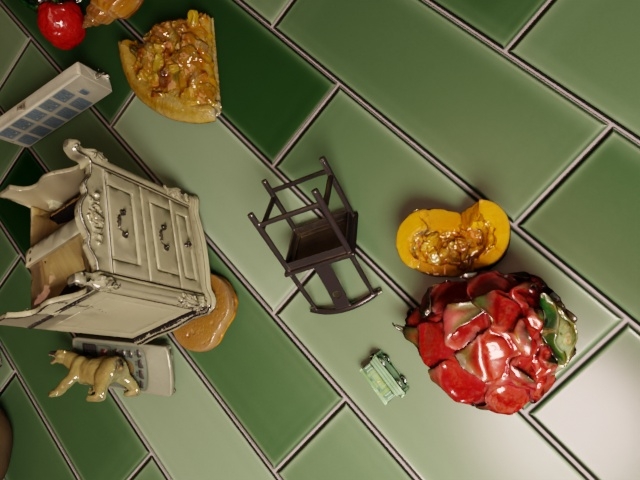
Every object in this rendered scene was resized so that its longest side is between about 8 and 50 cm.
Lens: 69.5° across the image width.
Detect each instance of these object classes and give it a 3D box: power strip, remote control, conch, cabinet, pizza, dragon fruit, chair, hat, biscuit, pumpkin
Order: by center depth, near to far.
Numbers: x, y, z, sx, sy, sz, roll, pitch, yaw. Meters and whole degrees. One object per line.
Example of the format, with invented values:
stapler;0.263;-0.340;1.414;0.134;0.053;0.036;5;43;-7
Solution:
dragon fruit;0.245;0.144;0.726;0.293;0.233;0.234;7;88;59
pumpkin;0.231;0.003;0.781;0.183;0.107;0.119;-4;77;30
chair;0.000;0.000;0.868;0.154;0.141;0.260;-18;123;21
cabinet;-0.408;0.021;0.903;0.227;0.318;0.290;-25;64;19
biscuit;-0.255;0.151;1.002;0.170;0.050;0.170;-7;74;25
remote control;-0.454;0.286;1.063;0.285;0.038;0.123;2;100;22
pizza;-0.358;-0.376;1.075;0.257;0.087;0.268;-11;84;24
conch;-0.462;-0.631;1.143;0.330;0.093;0.109;-40;53;-6
hat;-0.704;-0.662;1.170;0.274;0.242;0.332;-2;97;35
power strip;-0.695;-0.347;1.195;0.367;0.106;0.043;-23;75;19

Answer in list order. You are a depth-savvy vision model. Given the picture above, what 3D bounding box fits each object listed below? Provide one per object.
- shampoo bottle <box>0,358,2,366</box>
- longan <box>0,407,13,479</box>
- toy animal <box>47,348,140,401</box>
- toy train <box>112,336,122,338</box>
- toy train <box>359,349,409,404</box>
shampoo bottle;-0.940;0.251;1.271;0.086;0.056;0.227;-26;76;20
longan;-0.956;0.528;1.120;0.361;0.361;0.361;-2;85;22
toy animal;-0.513;0.296;1.030;0.218;0.103;0.101;-3;82;22
toy train;-0.491;0.231;1.108;0.017;0.017;0.083;-40;71;13
toy train;0.116;0.251;0.845;0.056;0.038;0.093;-45;71;20
